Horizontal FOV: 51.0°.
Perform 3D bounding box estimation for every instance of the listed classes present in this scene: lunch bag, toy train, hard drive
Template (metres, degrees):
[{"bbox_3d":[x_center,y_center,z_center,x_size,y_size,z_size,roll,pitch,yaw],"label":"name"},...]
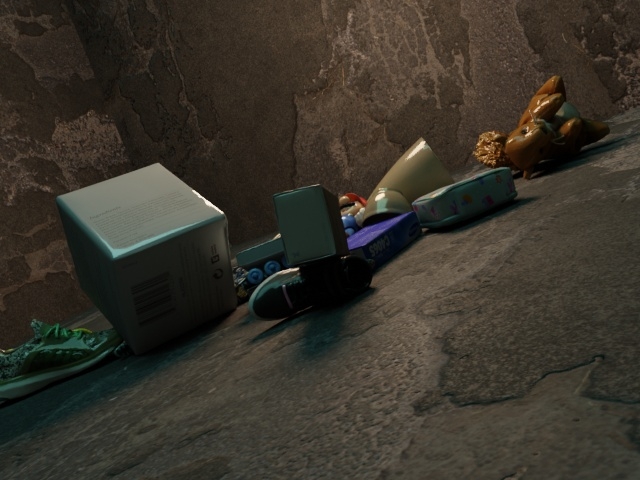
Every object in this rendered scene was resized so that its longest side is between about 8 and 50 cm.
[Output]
[{"bbox_3d":[0.421,-0.121,1.958,0.279,0.107,0.224,-21,1,-15],"label":"lunch bag"},{"bbox_3d":[-0.110,0.107,1.749,0.184,0.105,0.080,-25,-17,-8],"label":"toy train"},{"bbox_3d":[-0.093,0.057,1.878,0.203,0.040,0.307,-20,-19,6],"label":"hard drive"}]

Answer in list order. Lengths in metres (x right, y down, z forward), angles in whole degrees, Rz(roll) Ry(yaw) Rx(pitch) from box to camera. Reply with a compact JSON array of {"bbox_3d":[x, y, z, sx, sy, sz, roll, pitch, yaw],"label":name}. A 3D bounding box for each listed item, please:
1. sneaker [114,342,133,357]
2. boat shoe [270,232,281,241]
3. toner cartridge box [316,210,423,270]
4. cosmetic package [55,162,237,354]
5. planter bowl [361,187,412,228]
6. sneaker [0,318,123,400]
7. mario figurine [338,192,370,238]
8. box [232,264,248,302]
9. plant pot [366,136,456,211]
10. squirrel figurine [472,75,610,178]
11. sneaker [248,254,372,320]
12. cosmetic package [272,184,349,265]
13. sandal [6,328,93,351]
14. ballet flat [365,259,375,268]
[{"bbox_3d":[-0.538,0.301,1.843,0.069,0.038,0.098,-18,-3,36],"label":"sneaker"},{"bbox_3d":[-0.029,-0.005,2.349,0.355,0.132,0.130,-27,8,-35],"label":"boat shoe"},{"bbox_3d":[0.142,0.014,1.869,0.165,0.075,0.348,-16,8,34],"label":"toner cartridge box"},{"bbox_3d":[-0.484,0.036,1.883,0.328,0.329,0.394,-25,42,-30],"label":"cosmetic package"},{"bbox_3d":[0.210,-0.096,2.078,0.162,0.109,0.162,2,-25,1],"label":"planter bowl"},{"bbox_3d":[-0.727,0.289,1.852,0.411,0.182,0.158,-24,5,-18],"label":"sneaker"},{"bbox_3d":[0.071,-0.072,2.225,0.198,0.170,0.320,17,32,10],"label":"mario figurine"},{"bbox_3d":[-0.261,0.133,2.085,0.220,0.051,0.175,-16,22,50],"label":"box"},{"bbox_3d":[0.300,-0.161,2.234,0.274,0.256,0.256,-35,3,11],"label":"plant pot"},{"bbox_3d":[0.743,-0.340,2.380,0.370,0.281,0.397,-39,2,-38],"label":"squirrel figurine"},{"bbox_3d":[-0.014,0.099,1.501,0.296,0.104,0.147,-19,0,-25],"label":"sneaker"},{"bbox_3d":[-0.014,-0.029,1.560,0.113,0.160,0.309,-13,-2,7],"label":"cosmetic package"},{"bbox_3d":[-0.826,0.355,1.992,0.318,0.126,0.138,-15,0,-24],"label":"sandal"},{"bbox_3d":[0.086,0.083,1.665,0.114,0.041,0.041,-21,6,1],"label":"ballet flat"}]
